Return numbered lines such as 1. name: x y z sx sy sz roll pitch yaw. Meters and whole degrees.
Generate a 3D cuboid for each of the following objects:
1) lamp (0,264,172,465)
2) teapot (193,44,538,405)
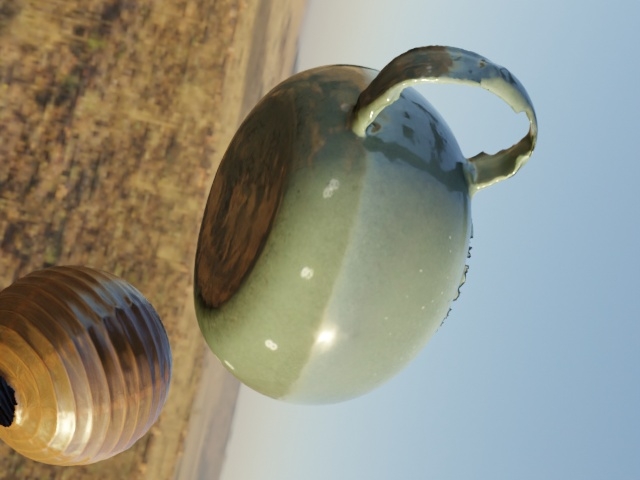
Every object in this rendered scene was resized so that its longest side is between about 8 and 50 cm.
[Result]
1. lamp: -0.167 0.083 0.649 0.136 0.136 0.136 -167 -90 -86
2. teapot: 0.011 -0.001 0.551 0.294 0.129 0.193 -46 -146 43
